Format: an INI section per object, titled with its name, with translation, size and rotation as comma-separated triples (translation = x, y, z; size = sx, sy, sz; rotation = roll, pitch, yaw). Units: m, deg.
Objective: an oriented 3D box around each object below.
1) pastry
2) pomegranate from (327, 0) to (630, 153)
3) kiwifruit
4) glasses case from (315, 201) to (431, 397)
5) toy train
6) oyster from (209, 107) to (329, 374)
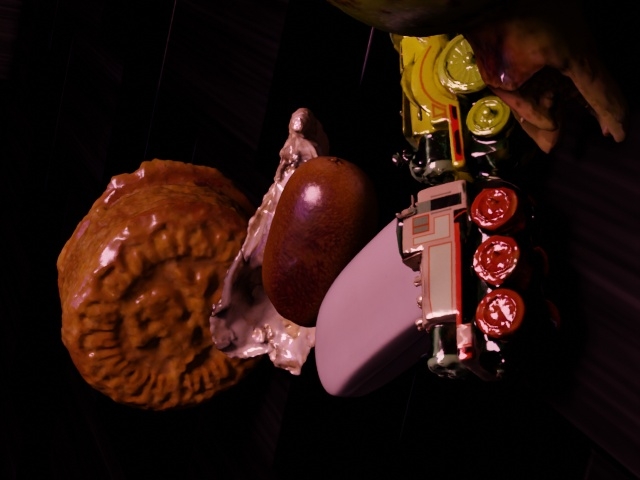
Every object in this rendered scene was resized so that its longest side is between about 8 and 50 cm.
[pastry]
translation = -0.117, 0.038, 1.073
size = 0.103, 0.189, 0.188
rotation = -127, 49, -58
[pomegranate]
translation = 0.080, -0.164, 0.650
size = 0.211, 0.211, 0.263
rotation = -10, 98, 67
[kiwifruit]
translation = 0.000, 0.000, 0.936
size = 0.075, 0.075, 0.124
rotation = -123, 41, -59
[glasses case]
translation = 0.046, 0.037, 0.838
size = 0.197, 0.049, 0.076
rotation = 132, 140, -53
[toy train]
translation = 0.081, -0.038, 0.739
size = 0.085, 0.053, 0.249
rotation = -16, 61, 24
[oyster]
translation = -0.020, 0.009, 1.011
size = 0.199, 0.106, 0.061
rotation = -58, 2, 16
